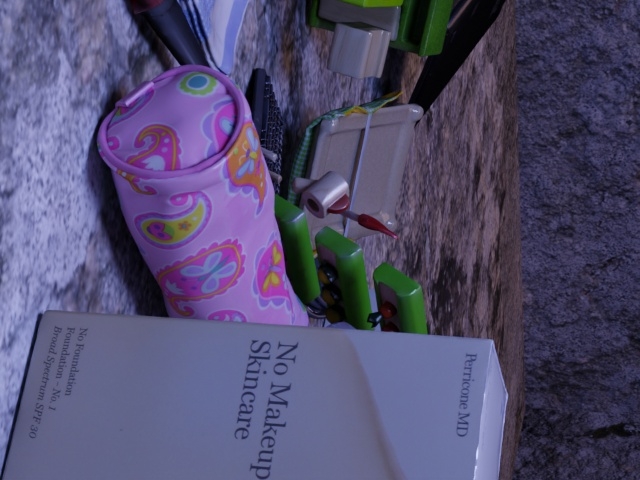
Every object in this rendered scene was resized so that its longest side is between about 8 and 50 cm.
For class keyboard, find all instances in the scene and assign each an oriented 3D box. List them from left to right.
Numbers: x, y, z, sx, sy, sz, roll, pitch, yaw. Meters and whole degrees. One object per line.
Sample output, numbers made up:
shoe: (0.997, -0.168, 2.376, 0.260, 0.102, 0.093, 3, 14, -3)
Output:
keyboard: (-0.050, -0.074, 1.561, 0.180, 0.023, 0.108, -87, 171, -50)

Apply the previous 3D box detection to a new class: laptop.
laptop: (0.154, -0.405, 2.195, 0.408, 0.236, 0.382, -53, 174, -18)

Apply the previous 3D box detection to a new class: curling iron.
curling iron: (-0.134, -0.178, 1.230, 0.274, 0.035, 0.068, 54, 45, -68)

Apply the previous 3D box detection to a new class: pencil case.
pencil case: (-0.089, -0.004, 1.287, 0.284, 0.124, 0.124, 76, 21, -51)

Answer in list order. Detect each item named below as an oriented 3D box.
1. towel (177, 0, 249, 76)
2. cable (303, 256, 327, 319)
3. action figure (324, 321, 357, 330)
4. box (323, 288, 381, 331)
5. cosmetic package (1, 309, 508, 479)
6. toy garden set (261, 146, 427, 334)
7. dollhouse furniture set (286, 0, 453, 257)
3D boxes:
towel: (-0.087, -0.277, 1.328, 0.285, 0.034, 0.209, 75, 27, -66)
cable: (0.000, 0.000, 1.821, 0.150, 0.047, 0.184, -73, 157, -61)
action figure: (-0.027, 0.275, 1.418, 0.330, 0.178, 0.341, 95, 9, -58)
box: (0.058, 0.159, 1.972, 0.170, 0.091, 0.130, 77, 20, -47)
cosmetic package: (-0.040, 0.144, 1.083, 0.113, 0.309, 0.160, 65, 30, -61)
toy garden set: (-0.020, -0.001, 1.382, 0.049, 0.244, 0.204, -40, 143, -25)
dollhouse furniture set: (0.004, -0.152, 1.716, 0.197, 0.151, 0.301, -14, 121, -56)
